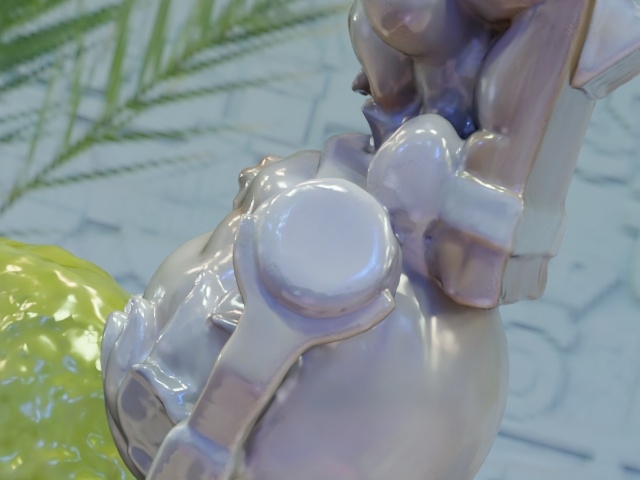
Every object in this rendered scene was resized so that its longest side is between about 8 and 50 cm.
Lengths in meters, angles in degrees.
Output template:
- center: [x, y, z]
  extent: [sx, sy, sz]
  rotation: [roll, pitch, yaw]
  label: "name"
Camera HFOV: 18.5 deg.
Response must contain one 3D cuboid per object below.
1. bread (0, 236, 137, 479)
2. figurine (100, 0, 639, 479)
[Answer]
- center: [-0.111, 0.187, 0.866]
  extent: [0.348, 0.348, 0.308]
  rotation: [12, -8, 40]
  label: "bread"
- center: [0.003, 0.002, 0.592]
  extent: [0.141, 0.237, 0.162]
  rotation: [27, 9, 9]
  label: "figurine"
